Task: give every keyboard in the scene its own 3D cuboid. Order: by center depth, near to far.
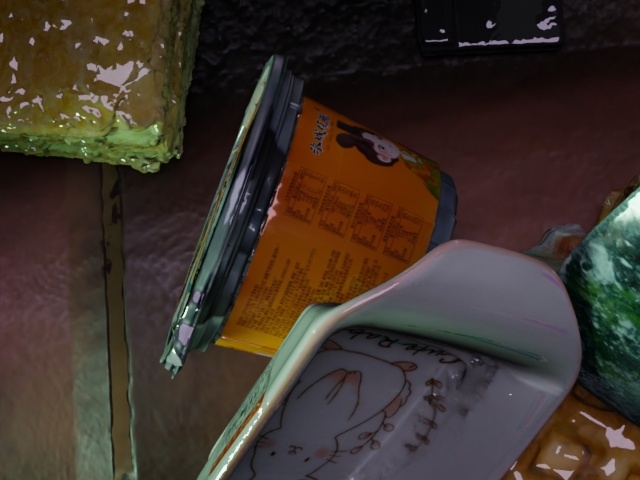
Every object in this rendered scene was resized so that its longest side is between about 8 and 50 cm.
[{"bbox_3d":[0.101,-0.270,0.788,0.101,0.018,0.310,-2,78,1],"label":"keyboard"}]

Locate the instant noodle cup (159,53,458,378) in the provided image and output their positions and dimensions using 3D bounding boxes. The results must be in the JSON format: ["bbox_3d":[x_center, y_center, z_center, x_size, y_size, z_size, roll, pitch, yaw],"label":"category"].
[{"bbox_3d":[0.000,0.000,0.669,0.125,0.177,0.208,19,67,-7],"label":"instant noodle cup"}]

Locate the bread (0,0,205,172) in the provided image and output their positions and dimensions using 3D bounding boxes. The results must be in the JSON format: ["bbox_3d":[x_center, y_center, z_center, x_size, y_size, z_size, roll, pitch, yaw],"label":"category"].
[{"bbox_3d":[-0.175,-0.119,0.728,0.196,0.102,0.138,7,76,6],"label":"bread"}]

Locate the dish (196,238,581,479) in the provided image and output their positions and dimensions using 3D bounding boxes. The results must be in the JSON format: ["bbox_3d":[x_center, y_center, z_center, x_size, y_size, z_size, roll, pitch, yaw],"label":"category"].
[{"bbox_3d":[0.025,0.085,0.600,0.154,0.234,0.064,16,33,-30],"label":"dish"}]

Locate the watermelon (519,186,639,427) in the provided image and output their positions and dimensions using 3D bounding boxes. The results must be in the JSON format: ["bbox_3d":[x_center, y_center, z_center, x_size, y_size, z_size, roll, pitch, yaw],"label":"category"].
[{"bbox_3d":[0.249,-0.024,0.555,0.319,0.289,0.214,13,48,17],"label":"watermelon"}]

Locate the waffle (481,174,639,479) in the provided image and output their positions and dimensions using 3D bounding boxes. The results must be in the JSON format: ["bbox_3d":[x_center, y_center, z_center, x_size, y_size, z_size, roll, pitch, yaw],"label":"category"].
[{"bbox_3d":[0.258,0.117,0.663,0.308,0.091,0.213,29,80,7],"label":"waffle"}]
